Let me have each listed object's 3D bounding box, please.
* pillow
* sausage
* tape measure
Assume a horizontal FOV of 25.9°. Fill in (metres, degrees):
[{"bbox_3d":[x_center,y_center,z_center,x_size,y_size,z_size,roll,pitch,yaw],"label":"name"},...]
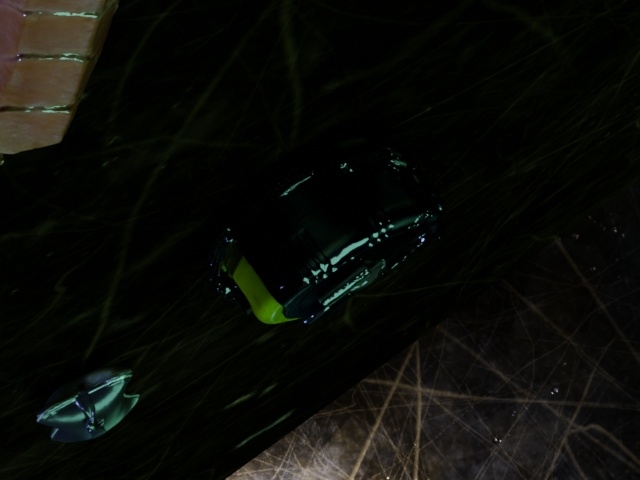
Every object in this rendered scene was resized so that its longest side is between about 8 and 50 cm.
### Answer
[{"bbox_3d":[-0.217,0.155,1.307,0.091,0.055,0.136,-53,175,-14],"label":"pillow"},{"bbox_3d":[-0.118,-0.090,0.582,0.065,0.065,0.169,-29,167,-29],"label":"sausage"},{"bbox_3d":[0.000,0.000,1.162,0.199,0.112,0.186,-40,165,19],"label":"tape measure"}]
